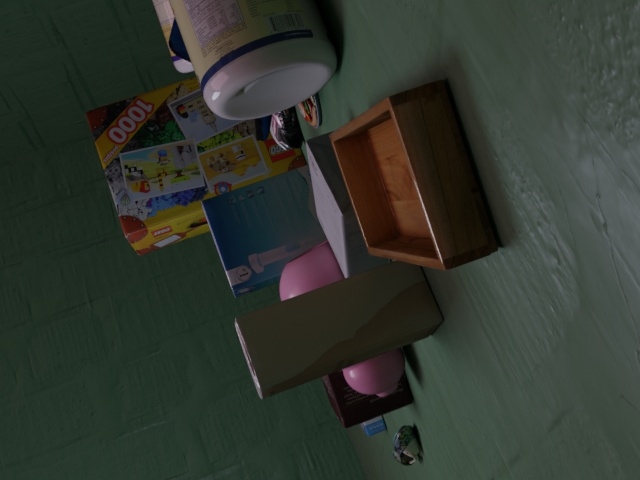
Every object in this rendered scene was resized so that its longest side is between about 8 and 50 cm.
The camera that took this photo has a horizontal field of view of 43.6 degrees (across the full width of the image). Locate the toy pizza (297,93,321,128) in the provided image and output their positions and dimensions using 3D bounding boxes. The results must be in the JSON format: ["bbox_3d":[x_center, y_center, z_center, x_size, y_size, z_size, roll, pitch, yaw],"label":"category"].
[{"bbox_3d":[-0.047,-0.332,1.697,0.201,0.032,0.201,161,90,-82],"label":"toy pizza"}]

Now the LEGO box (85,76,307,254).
[{"bbox_3d":[-0.325,-0.230,2.169,0.193,0.500,0.372,96,153,-74],"label":"LEGO box"}]

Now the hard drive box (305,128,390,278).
[{"bbox_3d":[0.053,-0.060,1.458,0.232,0.089,0.181,83,166,-57],"label":"hard drive box"}]

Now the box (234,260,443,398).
[{"bbox_3d":[0.026,0.143,1.311,0.148,0.311,0.121,95,154,-72],"label":"box"}]

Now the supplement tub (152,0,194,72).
[{"bbox_3d":[-0.308,-0.619,2.051,0.241,0.241,0.331,-134,26,-73],"label":"supplement tub"}]

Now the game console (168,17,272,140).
[{"bbox_3d":[-0.177,-0.382,1.581,0.250,0.173,0.293,91,-176,-57],"label":"game console"}]

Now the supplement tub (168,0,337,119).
[{"bbox_3d":[-0.129,-0.394,1.351,0.235,0.235,0.325,108,142,-78],"label":"supplement tub"}]

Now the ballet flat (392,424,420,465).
[{"bbox_3d":[0.210,0.493,1.909,0.188,0.070,0.070,80,168,-62],"label":"ballet flat"}]

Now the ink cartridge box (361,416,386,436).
[{"bbox_3d":[0.131,0.476,2.381,0.104,0.061,0.181,-160,51,-80],"label":"ink cartridge box"}]

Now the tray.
[{"bbox_3d":[0.108,-0.078,1.080,0.411,0.076,0.203,-171,62,-81],"label":"tray"}]

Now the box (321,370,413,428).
[{"bbox_3d":[0.084,0.280,1.807,0.168,0.167,0.203,-145,36,-77],"label":"box"}]

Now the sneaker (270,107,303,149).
[{"bbox_3d":[-0.093,-0.307,1.971,0.178,0.072,0.077,65,162,-3],"label":"sneaker"}]

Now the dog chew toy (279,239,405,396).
[{"bbox_3d":[0.059,0.164,1.623,0.332,0.206,0.206,60,173,-3],"label":"dog chew toy"}]

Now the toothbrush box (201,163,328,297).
[{"bbox_3d":[-0.092,-0.026,1.801,0.126,0.295,0.216,104,145,-79],"label":"toothbrush box"}]
